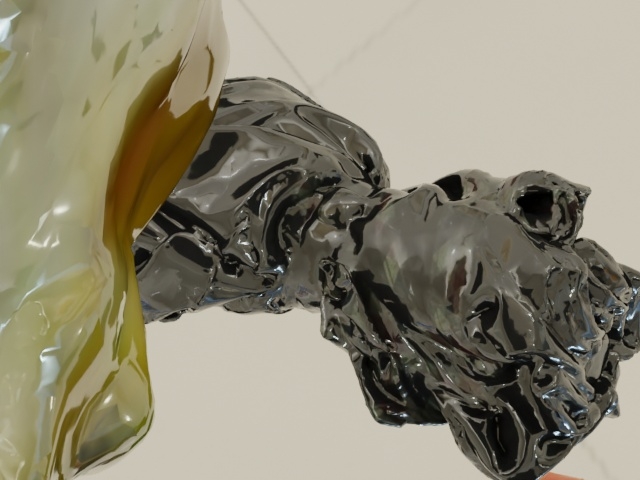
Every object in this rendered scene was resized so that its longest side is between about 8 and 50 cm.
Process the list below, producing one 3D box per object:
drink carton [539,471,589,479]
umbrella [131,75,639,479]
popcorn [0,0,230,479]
[{"bbox_3d":[0.145,0.362,1.503,0.111,0.154,0.351,47,68,-26],"label":"drink carton"},{"bbox_3d":[0.001,-0.001,0.731,0.272,0.110,0.122,21,85,33],"label":"umbrella"},{"bbox_3d":[-0.135,-0.041,0.429,0.281,0.297,0.316,17,71,15],"label":"popcorn"}]
